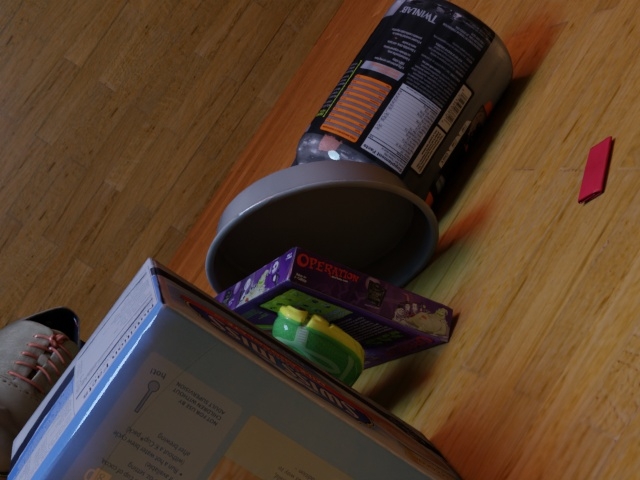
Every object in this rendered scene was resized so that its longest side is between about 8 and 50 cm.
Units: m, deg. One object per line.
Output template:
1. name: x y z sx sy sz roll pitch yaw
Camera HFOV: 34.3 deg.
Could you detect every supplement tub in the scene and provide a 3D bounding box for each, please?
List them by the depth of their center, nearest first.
1. supplement tub: 0.105 -0.157 1.455 0.338 0.207 0.207 -56 14 -10

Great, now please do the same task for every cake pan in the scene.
1. cake pan: 0.000 0.000 1.296 0.293 0.293 0.054 -44 44 38

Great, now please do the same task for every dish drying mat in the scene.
1. dish drying mat: 0.288 -0.073 1.083 0.032 0.008 0.083 -38 21 48

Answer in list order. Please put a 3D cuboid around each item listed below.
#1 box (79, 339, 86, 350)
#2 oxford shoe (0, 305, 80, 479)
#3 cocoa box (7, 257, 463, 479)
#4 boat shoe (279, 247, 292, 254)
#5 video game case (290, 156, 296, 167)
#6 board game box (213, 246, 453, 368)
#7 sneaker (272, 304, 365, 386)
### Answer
1. box: -0.216 0.307 1.254 0.179 0.312 0.343 -55 14 -1
2. oxford shoe: -0.332 0.148 1.121 0.130 0.123 0.348 -47 16 4
3. cocoa box: -0.068 0.213 0.905 0.231 0.347 0.228 -55 15 0
4. boat shoe: -0.033 0.033 1.492 0.105 0.113 0.306 -60 -14 2
5. video game case: -0.039 -0.003 1.663 0.248 0.035 0.275 79 -146 -56
6. board game box: -0.018 0.105 1.274 0.347 0.208 0.056 -30 38 58
7. sneaker: -0.023 0.182 1.190 0.123 0.109 0.295 -57 -16 -34
